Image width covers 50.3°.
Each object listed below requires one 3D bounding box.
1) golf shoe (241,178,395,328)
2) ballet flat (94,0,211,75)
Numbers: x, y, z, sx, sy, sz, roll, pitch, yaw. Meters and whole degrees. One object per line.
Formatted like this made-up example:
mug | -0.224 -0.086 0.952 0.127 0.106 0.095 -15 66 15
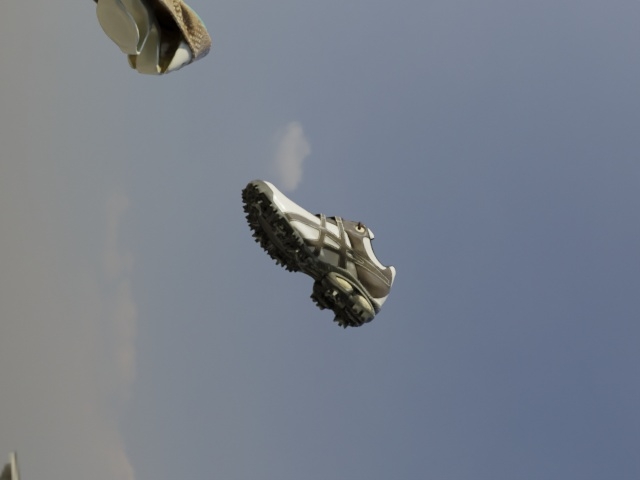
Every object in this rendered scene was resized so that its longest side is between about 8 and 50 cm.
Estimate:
golf shoe | 0.000 0.000 0.733 0.198 0.094 0.077 49 -27 -13
ballet flat | -0.134 -0.164 0.513 0.206 0.073 0.067 51 46 -78
